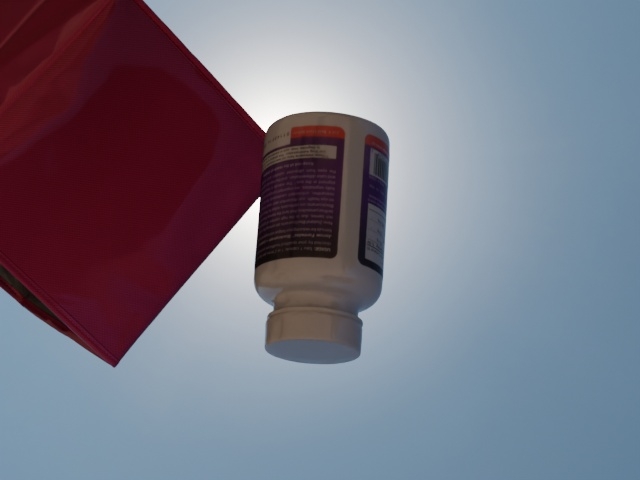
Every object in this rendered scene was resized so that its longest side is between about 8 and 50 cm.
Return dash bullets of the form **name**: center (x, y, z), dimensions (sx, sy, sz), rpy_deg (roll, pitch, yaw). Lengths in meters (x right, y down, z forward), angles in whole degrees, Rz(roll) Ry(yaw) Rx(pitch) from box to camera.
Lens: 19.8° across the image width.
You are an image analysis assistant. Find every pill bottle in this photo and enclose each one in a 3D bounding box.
- **pill bottle**: center (0.000, 0.000, 1.521), dimensions (0.108, 0.108, 0.194), rpy_deg (-14, -116, 42)

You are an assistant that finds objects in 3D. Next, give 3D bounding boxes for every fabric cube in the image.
- **fabric cube**: center (-0.239, -0.080, 1.731), dimensions (0.258, 0.254, 0.259), rpy_deg (-51, -150, -11)
